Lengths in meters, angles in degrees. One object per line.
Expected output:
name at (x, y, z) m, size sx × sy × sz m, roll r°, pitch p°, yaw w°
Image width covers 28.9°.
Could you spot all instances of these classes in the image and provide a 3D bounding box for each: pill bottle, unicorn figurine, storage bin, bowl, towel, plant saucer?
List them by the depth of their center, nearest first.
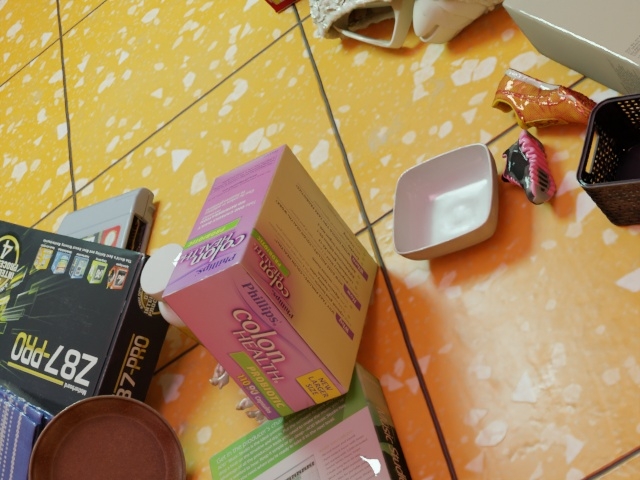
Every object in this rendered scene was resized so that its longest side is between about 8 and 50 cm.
storage bin at (0.383, -0.093, 1.346) m, size 0.180 × 0.084 × 0.122 m, roll -5°, pitch 56°, yaw 40°
bowl at (0.162, -0.041, 1.533) m, size 0.142 × 0.053 × 0.142 m, roll -21°, pitch 47°, yaw 31°
unicorn figurine at (-0.088, 0.151, 1.566) m, size 0.111 × 0.162 × 0.060 m, roll -48°, pitch 2°, yaw 3°
plant saucer at (-0.271, 0.298, 1.592) m, size 0.198 × 0.198 × 0.036 m, roll -55°, pitch 1°, yaw -7°
pill bottle at (-0.144, 0.081, 1.614) m, size 0.103 × 0.184 × 0.103 m, roll -24°, pitch 46°, yaw 27°
towel at (-0.478, 0.302, 1.727) m, size 0.336 × 0.040 × 0.243 m, roll 20°, pitch 103°, yaw 44°

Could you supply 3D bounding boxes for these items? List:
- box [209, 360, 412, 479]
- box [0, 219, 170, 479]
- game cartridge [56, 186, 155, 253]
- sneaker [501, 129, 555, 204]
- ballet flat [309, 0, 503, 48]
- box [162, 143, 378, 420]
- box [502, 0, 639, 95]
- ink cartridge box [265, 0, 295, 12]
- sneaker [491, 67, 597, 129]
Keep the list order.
box at (0.000, 0.320, 1.392) m, size 0.232 × 0.058 × 0.322 m, roll -35°, pitch 42°, yaw 16°
box at (-0.391, 0.150, 1.788) m, size 0.395 × 0.097 × 0.318 m, roll 12°, pitch 82°, yaw 43°
game cartridge at (-0.366, 0.063, 1.941) m, size 0.196 × 0.060 × 0.294 m, roll -20°, pitch 47°, yaw 36°
sneaker at (0.246, -0.079, 1.498) m, size 0.057 × 0.047 × 0.119 m, roll -35°, pitch 33°, yaw 26°
ballet flat at (0.136, -0.340, 1.766) m, size 0.409 × 0.147 × 0.147 m, roll 7°, pitch 64°, yaw 49°
box at (-0.051, 0.048, 1.486) m, size 0.117 × 0.213 × 0.243 m, roll -24°, pitch 28°, yaw 27°
box at (0.349, -0.246, 1.480) m, size 0.094 × 0.113 × 0.275 m, roll -48°, pitch 40°, yaw 0°
ink cartridge box at (-0.058, -0.556, 1.948) m, size 0.272 × 0.309 × 0.130 m, roll -28°, pitch 44°, yaw 24°
sneaker at (0.282, -0.161, 1.526) m, size 0.175 × 0.064 × 0.067 m, roll 30°, pitch 101°, yaw 55°
